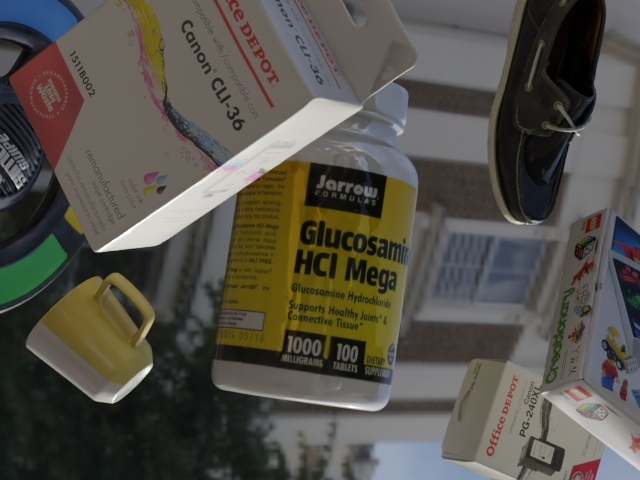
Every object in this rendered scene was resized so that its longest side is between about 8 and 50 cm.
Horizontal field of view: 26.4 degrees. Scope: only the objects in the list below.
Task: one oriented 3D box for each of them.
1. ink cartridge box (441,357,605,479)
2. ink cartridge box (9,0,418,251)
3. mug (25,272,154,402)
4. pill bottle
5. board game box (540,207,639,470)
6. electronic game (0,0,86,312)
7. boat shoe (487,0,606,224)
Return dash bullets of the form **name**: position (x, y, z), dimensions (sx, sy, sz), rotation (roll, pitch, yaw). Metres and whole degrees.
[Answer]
- **ink cartridge box**: position (0.211, 0.196, 1.386), dimensions (0.063, 0.150, 0.109), rotation (-4, -117, 63)
- **ink cartridge box**: position (-0.059, -0.092, 0.736), dimensions (0.198, 0.067, 0.115), rotation (-33, -101, 23)
- **mug**: position (-0.136, 0.063, 0.835), dimensions (0.064, 0.062, 0.078), rotation (45, -24, 7)
- **pill bottle**: position (0.000, 0.000, 1.413), dimensions (0.188, 0.188, 0.334), rotation (-3, -102, 60)
- **board game box**: position (0.333, 0.133, 1.251), dimensions (0.053, 0.305, 0.193), rotation (-28, -147, 44)
- **electronic game**: position (-0.215, -0.061, 0.888), dimensions (0.048, 0.229, 0.229), rotation (14, -81, 32)
- **boat shoe**: position (0.209, -0.124, 1.249), dimensions (0.079, 0.084, 0.233), rotation (23, -71, 51)
